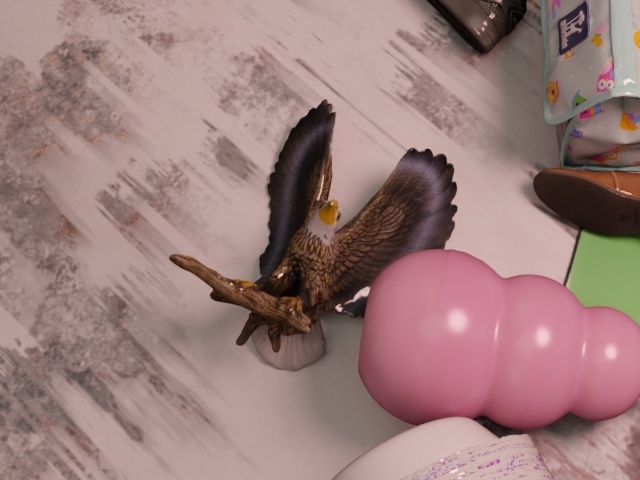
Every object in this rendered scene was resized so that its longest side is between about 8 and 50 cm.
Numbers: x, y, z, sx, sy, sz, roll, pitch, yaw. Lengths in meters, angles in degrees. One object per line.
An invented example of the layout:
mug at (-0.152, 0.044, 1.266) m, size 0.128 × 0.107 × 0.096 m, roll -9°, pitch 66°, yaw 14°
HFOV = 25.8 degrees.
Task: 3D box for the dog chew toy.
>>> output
dog chew toy at (0.214, 0.125, 1.590) m, size 0.332 × 0.206 × 0.206 m, roll 9°, pitch 75°, yaw 6°

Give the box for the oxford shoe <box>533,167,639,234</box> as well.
oxford shoe at (0.363, -0.053, 1.678) m, size 0.212 × 0.076 × 0.076 m, roll 16°, pitch 47°, yaw 18°

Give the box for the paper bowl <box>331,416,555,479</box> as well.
paper bowl at (0.112, 0.296, 1.505) m, size 0.284 × 0.284 × 0.148 m, roll -29°, pitch 67°, yaw 2°

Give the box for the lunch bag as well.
lunch bag at (0.339, -0.219, 1.628) m, size 0.160 × 0.262 × 0.223 m, roll -2°, pitch 74°, yaw 12°

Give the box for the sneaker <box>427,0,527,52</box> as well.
sneaker at (0.184, -0.360, 1.801) m, size 0.130 × 0.087 × 0.227 m, roll -41°, pitch 73°, yaw -4°

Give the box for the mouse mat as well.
mouse mat at (0.381, 0.023, 1.680) m, size 0.153 × 0.007 × 0.189 m, roll 15°, pitch 77°, yaw 16°

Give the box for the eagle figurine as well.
eagle figurine at (0.006, -0.004, 1.698) m, size 0.226 × 0.225 × 0.298 m, roll 53°, pitch 51°, yaw -18°
